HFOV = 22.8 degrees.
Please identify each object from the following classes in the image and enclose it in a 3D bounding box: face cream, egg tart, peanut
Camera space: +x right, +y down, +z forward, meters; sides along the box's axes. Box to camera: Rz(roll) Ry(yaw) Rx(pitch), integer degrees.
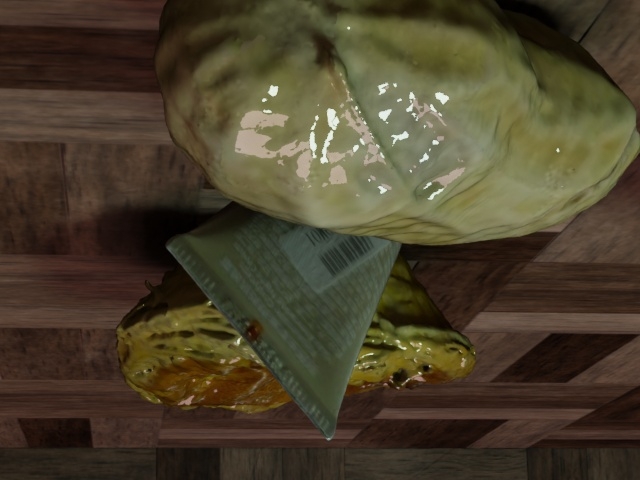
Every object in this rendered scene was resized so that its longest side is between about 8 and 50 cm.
[{"bbox_3d":[0.000,0.000,0.992,0.084,0.137,0.341,-36,-173,22],"label":"face cream"},{"bbox_3d":[-0.031,0.076,1.452,0.351,0.153,0.339,6,164,-25],"label":"egg tart"},{"bbox_3d":[0.046,-0.079,0.902,0.174,0.158,0.340,-42,152,21],"label":"peanut"}]
